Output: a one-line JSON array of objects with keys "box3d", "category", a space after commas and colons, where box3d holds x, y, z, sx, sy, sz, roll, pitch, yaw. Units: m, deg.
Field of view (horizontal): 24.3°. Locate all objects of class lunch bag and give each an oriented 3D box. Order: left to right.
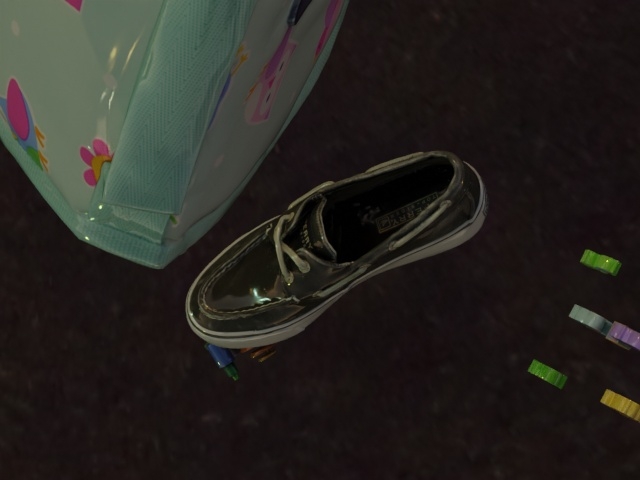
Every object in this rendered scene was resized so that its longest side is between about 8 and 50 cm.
[{"box3d": [-0.046, -0.153, 0.484, 0.160, 0.262, 0.223, 4, 136, -23], "category": "lunch bag"}]

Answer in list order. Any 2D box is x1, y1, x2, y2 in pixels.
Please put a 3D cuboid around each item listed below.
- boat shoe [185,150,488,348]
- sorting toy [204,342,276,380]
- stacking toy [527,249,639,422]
[{"box3d": [0.000, 0.000, 0.962, 0.219, 0.077, 0.070, -28, 157, 13], "category": "boat shoe"}, {"box3d": [-0.073, 0.101, 1.394, 0.061, 0.102, 0.042, -33, 94, -27], "category": "sorting toy"}, {"box3d": [0.329, 0.102, 1.689, 0.052, 0.221, 0.167, 29, 87, -28], "category": "stacking toy"}]
